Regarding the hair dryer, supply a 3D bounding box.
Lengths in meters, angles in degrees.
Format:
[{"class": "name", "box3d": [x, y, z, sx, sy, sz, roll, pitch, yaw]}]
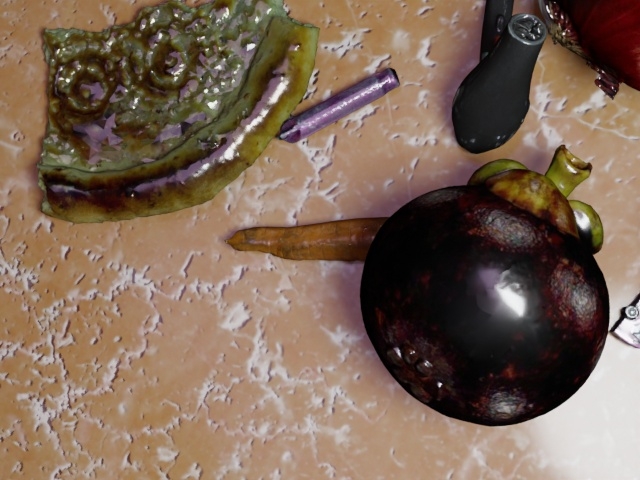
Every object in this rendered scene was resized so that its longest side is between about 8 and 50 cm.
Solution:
[{"class": "hair dryer", "box3d": [0.222, -0.263, 1.416, 0.091, 0.235, 0.271, 8, 60, -5]}]

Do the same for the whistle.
[{"class": "whistle", "box3d": [0.023, -0.174, 1.494, 0.177, 0.033, 0.033, -27, 81, 4]}]

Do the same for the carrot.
[{"class": "carrot", "box3d": [0.000, 0.000, 1.470, 0.248, 0.059, 0.059, -2, 84, 12]}]

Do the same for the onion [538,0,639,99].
[{"class": "onion", "box3d": [0.391, -0.314, 1.331, 0.285, 0.273, 0.273, -39, 80, 19]}]

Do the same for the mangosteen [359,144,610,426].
[{"class": "mangosteen", "box3d": [0.195, 0.060, 1.338, 0.297, 0.313, 0.296, 11, 125, 16]}]

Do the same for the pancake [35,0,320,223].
[{"class": "pancake", "box3d": [-0.198, -0.191, 1.511, 0.427, 0.067, 0.304, -17, 81, 8]}]

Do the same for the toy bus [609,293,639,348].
[{"class": "toy bus", "box3d": [0.414, 0.076, 1.414, 0.052, 0.037, 0.130, 40, 89, 5]}]
